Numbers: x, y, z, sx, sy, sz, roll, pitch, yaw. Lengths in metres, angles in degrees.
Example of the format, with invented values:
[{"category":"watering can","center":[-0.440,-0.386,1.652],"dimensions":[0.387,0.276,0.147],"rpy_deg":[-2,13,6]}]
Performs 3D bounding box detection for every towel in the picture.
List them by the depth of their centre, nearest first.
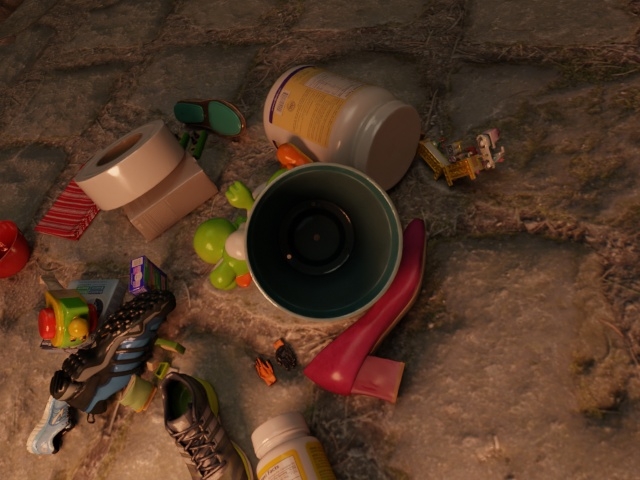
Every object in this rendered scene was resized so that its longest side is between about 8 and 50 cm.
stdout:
[{"category":"towel","center":[-0.754,-0.130,1.397],"dimensions":[0.198,0.031,0.275],"rpy_deg":[9,60,25]}]

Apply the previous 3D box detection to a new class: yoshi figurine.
[{"category":"yoshi figurine","center":[-0.171,-0.063,1.054],"dimensions":[0.362,0.203,0.203],"rpy_deg":[-55,36,-6]}]

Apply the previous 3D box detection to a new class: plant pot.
[{"category":"plant pot","center":[0.000,0.000,0.878],"dimensions":[0.271,0.255,0.272],"rpy_deg":[0,92,-3]}]

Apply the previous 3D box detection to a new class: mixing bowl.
[{"category":"mixing bowl","center":[-0.921,0.041,1.293],"dimensions":[0.181,0.098,0.182],"rpy_deg":[-9,55,14]}]

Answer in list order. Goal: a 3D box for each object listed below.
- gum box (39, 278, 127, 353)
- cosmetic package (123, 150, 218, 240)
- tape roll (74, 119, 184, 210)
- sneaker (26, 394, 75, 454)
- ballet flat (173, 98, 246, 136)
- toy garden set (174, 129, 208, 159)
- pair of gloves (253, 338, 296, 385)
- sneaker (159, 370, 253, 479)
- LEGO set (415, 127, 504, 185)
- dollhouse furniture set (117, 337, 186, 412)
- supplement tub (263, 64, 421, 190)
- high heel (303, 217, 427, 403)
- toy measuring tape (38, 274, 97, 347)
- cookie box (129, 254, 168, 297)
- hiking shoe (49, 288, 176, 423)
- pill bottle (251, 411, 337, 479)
[{"category":"gum box","center":[-0.589,0.187,1.114],"dimensions":[0.156,0.041,0.185],"rpy_deg":[-3,55,17]},{"category":"cosmetic package","center":[-0.421,-0.127,1.237],"dimensions":[0.237,0.107,0.127],"rpy_deg":[-34,51,-9]},{"category":"tape roll","center":[-0.519,-0.210,1.219],"dimensions":[0.286,0.100,0.286],"rpy_deg":[-22,35,16]},{"category":"sneaker","center":[-0.558,0.383,0.970],"dimensions":[0.073,0.063,0.162],"rpy_deg":[13,65,6]},{"category":"ballet flat","center":[-0.323,-0.398,1.392],"dimensions":[0.315,0.108,0.106],"rpy_deg":[22,33,29]},{"category":"toy garden set","center":[-0.493,-0.262,1.385],"dimensions":[0.244,0.049,0.204],"rpy_deg":[-3,56,17]},{"category":"pair of gloves","center":[-0.094,0.252,0.920],"dimensions":[0.083,0.010,0.074],"rpy_deg":[-37,52,-11]},{"category":"sneaker","center":[-0.225,0.367,0.815],"dimensions":[0.111,0.121,0.300],"rpy_deg":[-38,53,-8]},{"category":"LEGO set","center":[0.319,-0.211,1.040],"dimensions":[0.107,0.132,0.287],"rpy_deg":[-23,27,-18]},{"category":"dollhouse furniture set","center":[-0.347,0.288,0.941],"dimensions":[0.058,0.076,0.152],"rpy_deg":[8,59,24]},{"category":"supplement tub","center":[0.049,-0.274,1.087],"dimensions":[0.331,0.241,0.241],"rpy_deg":[32,71,33]},{"category":"high heel","center":[0.098,0.111,0.870],"dimensions":[0.181,0.127,0.378],"rpy_deg":[12,64,14]},{"category":"toy measuring tape","center":[-0.615,0.173,1.056],"dimensions":[0.330,0.121,0.121],"rpy_deg":[16,62,45]},{"category":"cookie box","center":[-0.409,0.104,1.069],"dimensions":[0.040,0.107,0.092],"rpy_deg":[-18,54,4]},{"category":"hiking shoe","center":[-0.428,0.238,0.977],"dimensions":[0.304,0.132,0.113],"rpy_deg":[-45,37,-19]},{"category":"pill bottle","center":[-0.034,0.400,0.728],"dimensions":[0.119,0.119,0.209],"rpy_deg":[-29,52,-2]}]
